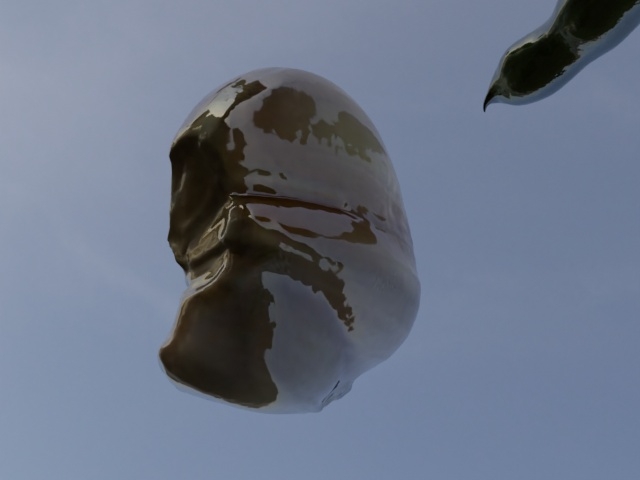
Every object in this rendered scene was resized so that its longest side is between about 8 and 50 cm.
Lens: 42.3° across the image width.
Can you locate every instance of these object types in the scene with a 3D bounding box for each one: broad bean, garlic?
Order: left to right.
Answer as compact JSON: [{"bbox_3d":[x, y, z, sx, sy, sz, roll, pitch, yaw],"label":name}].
[{"bbox_3d":[0.000,0.000,0.524,0.110,0.228,0.217,-11,-107,25],"label":"garlic"},{"bbox_3d":[0.242,-0.196,0.615,0.318,0.098,0.056,-38,-110,30],"label":"broad bean"}]
